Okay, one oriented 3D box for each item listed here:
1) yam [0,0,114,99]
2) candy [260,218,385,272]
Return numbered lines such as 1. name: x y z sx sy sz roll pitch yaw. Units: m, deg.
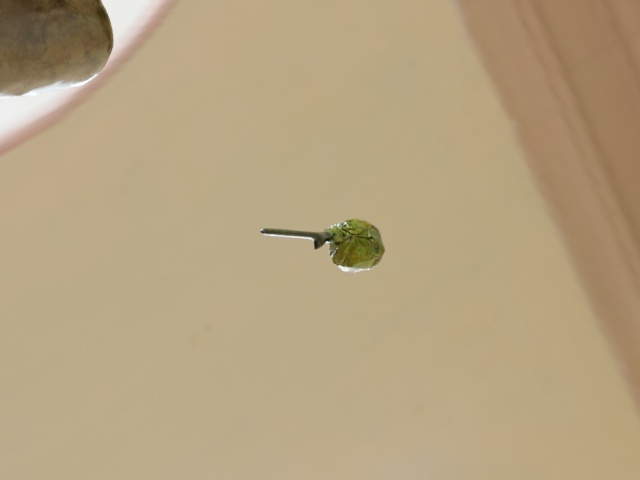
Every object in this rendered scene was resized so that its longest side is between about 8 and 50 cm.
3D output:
1. yam: -0.205 -0.046 0.488 0.066 0.300 0.066 38 -44 50
2. candy: 0.000 0.000 1.133 0.035 0.123 0.035 -20 -105 30
